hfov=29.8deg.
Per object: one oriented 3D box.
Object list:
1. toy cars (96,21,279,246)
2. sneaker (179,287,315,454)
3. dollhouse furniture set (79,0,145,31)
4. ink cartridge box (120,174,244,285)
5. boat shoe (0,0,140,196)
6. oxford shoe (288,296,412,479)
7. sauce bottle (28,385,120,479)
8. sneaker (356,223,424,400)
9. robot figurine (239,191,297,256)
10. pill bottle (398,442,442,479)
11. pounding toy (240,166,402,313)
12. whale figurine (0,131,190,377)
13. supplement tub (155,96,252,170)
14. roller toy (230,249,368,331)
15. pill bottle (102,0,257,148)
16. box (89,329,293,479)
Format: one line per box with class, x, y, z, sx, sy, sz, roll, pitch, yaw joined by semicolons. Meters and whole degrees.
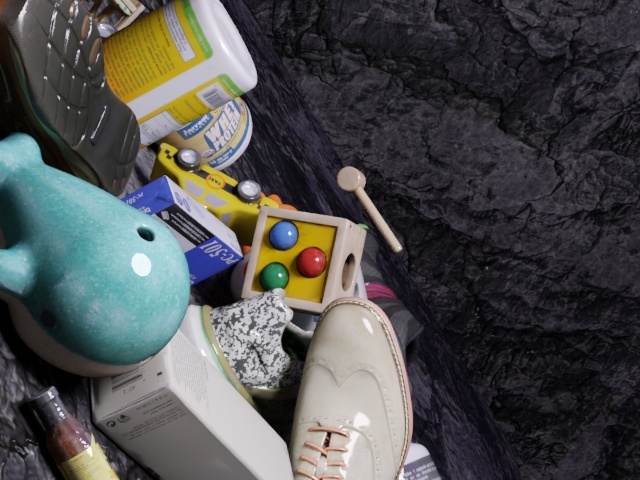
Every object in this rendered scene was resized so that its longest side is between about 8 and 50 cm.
toy cars;-0.209;-0.124;1.604;0.393;0.176;0.087;57;42;-28
sneaker;-0.031;0.185;1.572;0.410;0.182;0.158;48;18;-54
dollhouse furniture set;-0.368;-0.377;1.689;0.161;0.101;0.182;39;-6;39
ink cartridge box;-0.185;-0.006;1.534;0.207;0.097;0.046;43;22;-61
boat shoe;-0.289;-0.150;1.254;0.324;0.120;0.122;77;30;-60
oxford shoe;0.024;0.264;1.409;0.146;0.141;0.396;10;81;-73
sauce bottle;-0.213;0.188;1.057;0.128;0.042;0.042;63;10;-9
sneaker;0.065;0.142;2.058;0.202;0.185;0.482;35;26;-19
robot figurine;-0.071;0.031;1.931;0.158;0.128;0.219;96;-29;-68
pill bottle;0.115;0.404;1.801;0.283;0.161;0.161;66;11;13
pounding toy;0.010;-0.004;1.589;0.094;0.181;0.206;27;73;-67
whale figurine;-0.231;-0.006;1.136;0.272;0.141;0.216;54;32;10
supplement tub;-0.204;-0.201;1.803;0.199;0.144;0.144;46;19;-57
roller toy;-0.030;0.079;1.750;0.209;0.191;0.146;-87;167;-58
pill bottle;-0.212;-0.188;1.439;0.136;0.246;0.136;60;10;-18
box;-0.130;0.205;1.278;0.275;0.094;0.113;55;14;-40
